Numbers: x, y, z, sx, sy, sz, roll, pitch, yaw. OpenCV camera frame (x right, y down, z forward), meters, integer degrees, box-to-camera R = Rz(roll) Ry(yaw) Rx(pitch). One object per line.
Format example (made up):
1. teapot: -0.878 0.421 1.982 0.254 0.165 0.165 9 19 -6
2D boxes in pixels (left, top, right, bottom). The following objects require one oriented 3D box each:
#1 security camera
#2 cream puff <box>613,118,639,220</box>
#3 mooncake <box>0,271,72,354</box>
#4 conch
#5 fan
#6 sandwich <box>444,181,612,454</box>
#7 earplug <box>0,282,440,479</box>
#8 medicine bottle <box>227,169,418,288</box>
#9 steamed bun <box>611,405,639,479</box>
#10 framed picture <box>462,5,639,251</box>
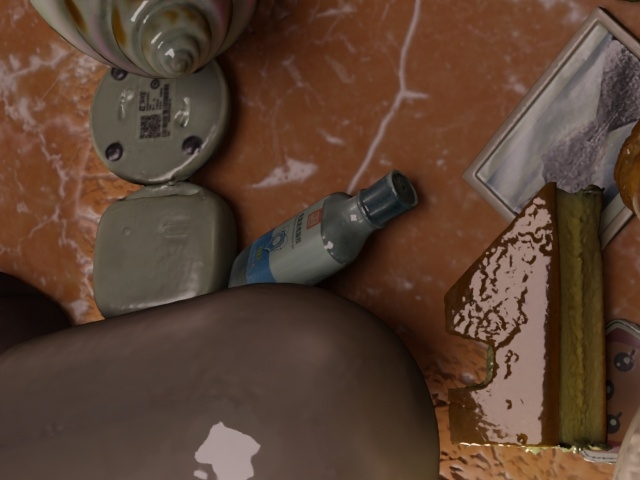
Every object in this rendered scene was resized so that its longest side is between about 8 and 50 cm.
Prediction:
1. security camera: -0.156 -0.056 1.637 0.157 0.080 0.301 -4 79 21
2. cream puff: 0.314 -0.059 1.321 0.144 0.103 0.126 -13 110 14
3. mooncake: -0.377 0.151 1.752 0.245 0.133 0.245 -3 84 37
4. conch: -0.173 -0.254 1.525 0.249 0.368 0.197 -9 102 -5
5. fan: 0.248 0.131 1.430 0.220 0.009 0.132 13 96 30
6. sandwich: 0.181 0.069 1.393 0.128 0.122 0.235 0 90 28
7. earplug: -0.088 0.199 1.474 0.394 0.313 0.312 -17 83 28
8. medicine bottle: 0.000 0.000 1.537 0.208 0.090 0.054 -32 118 28
9. steamed bun: 0.408 0.216 1.196 0.374 0.241 0.374 5 99 30
10. framed picture: 0.235 -0.084 1.425 0.150 0.015 0.203 48 115 20
